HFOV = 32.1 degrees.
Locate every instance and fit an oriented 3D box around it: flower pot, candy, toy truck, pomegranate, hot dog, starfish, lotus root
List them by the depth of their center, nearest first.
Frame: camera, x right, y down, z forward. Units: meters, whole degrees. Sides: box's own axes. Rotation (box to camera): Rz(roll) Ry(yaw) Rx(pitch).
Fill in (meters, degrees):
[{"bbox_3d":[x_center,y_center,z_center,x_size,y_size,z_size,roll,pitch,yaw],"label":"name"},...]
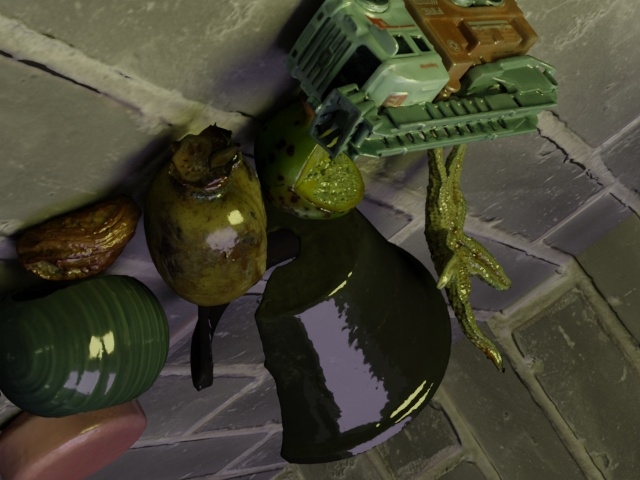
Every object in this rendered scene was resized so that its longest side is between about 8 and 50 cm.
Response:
[{"bbox_3d":[0.111,-0.183,1.208,0.338,0.184,0.133,-14,153,-44],"label":"toy truck"},{"bbox_3d":[-0.266,0.000,1.247,0.147,0.065,0.099,-25,169,-29],"label":"hot dog"},{"bbox_3d":[-0.131,-0.031,1.267,0.154,0.154,0.278,-27,152,-17],"label":"lotus root"},{"bbox_3d":[-0.020,-0.107,1.307,0.143,0.122,0.169,-54,139,-37],"label":"pomegranate"},{"bbox_3d":[-0.285,0.123,1.323,0.189,0.157,0.243,-10,179,28],"label":"flower pot"},{"bbox_3d":[-0.020,0.071,1.491,0.379,0.379,0.251,-30,140,-8],"label":"flower pot"},{"bbox_3d":[0.201,-0.007,1.612,0.078,0.358,0.347,-16,137,23],"label":"starfish"},{"bbox_3d":[-0.402,0.315,1.767,0.255,0.094,0.255,-29,162,-10],"label":"candy"}]

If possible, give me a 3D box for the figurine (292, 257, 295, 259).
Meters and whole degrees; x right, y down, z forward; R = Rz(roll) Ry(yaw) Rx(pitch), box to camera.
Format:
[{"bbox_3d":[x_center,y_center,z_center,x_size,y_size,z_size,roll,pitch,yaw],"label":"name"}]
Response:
[{"bbox_3d":[0.000,0.000,1.716,0.105,0.047,0.060,-25,125,0],"label":"figurine"}]
